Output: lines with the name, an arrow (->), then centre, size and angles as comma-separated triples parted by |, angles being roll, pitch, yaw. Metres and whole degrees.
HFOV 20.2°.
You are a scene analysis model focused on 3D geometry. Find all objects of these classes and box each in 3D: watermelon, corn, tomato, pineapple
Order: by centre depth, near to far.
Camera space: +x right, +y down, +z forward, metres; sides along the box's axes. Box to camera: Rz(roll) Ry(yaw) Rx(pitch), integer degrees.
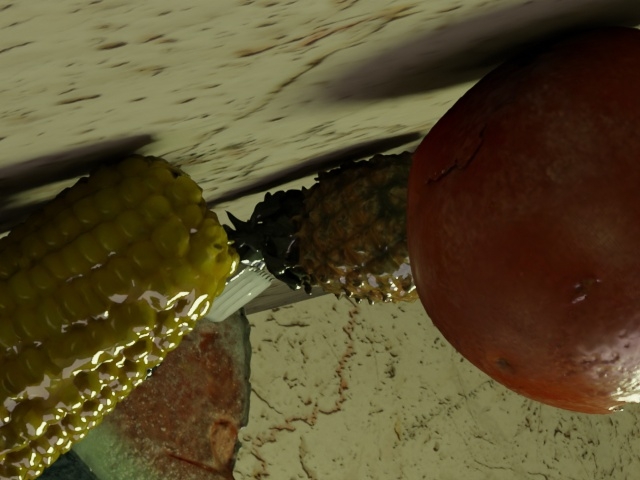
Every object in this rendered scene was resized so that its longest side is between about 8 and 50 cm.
corn -> -0.197, 0.091, 0.905 | 0.363, 0.120, 0.120 | -38, 175, 2
tomato -> 0.145, -0.015, 0.957 | 0.208, 0.184, 0.208 | -37, -178, 2
pineapple -> 0.000, 0.000, 1.233 | 0.197, 0.108, 0.108 | -9, 179, 22
watermelon -> -0.155, 0.084, 1.239 | 0.201, 0.262, 0.213 | -51, -157, -25

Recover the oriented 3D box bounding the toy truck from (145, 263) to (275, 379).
toy truck -> -0.172, 0.055, 1.033 | 0.286, 0.111, 0.136 | -27, 172, 2
